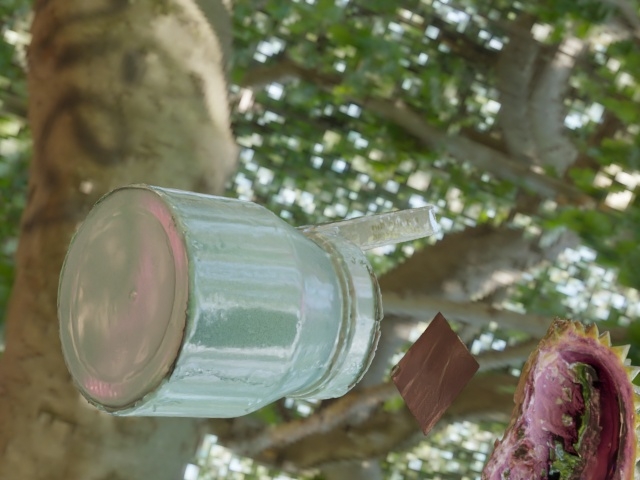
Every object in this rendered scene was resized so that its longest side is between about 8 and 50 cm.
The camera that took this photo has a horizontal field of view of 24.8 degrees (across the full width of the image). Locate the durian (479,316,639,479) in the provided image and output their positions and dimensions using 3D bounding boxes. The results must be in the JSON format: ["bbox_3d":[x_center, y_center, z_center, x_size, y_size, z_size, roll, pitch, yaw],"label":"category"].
[{"bbox_3d":[0.227,0.209,1.417,0.260,0.154,0.186,-62,-177,-12],"label":"durian"}]

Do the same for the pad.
[{"bbox_3d":[0.143,0.167,1.871,0.113,0.006,0.188,-52,-159,8],"label":"pad"}]

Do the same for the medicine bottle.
[{"bbox_3d":[-0.100,0.075,1.579,0.245,0.290,0.245,-11,-105,47],"label":"medicine bottle"}]

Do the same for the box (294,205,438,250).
[{"bbox_3d":[0.000,0.001,2.057,0.205,0.365,0.051,-9,-89,29],"label":"box"}]
